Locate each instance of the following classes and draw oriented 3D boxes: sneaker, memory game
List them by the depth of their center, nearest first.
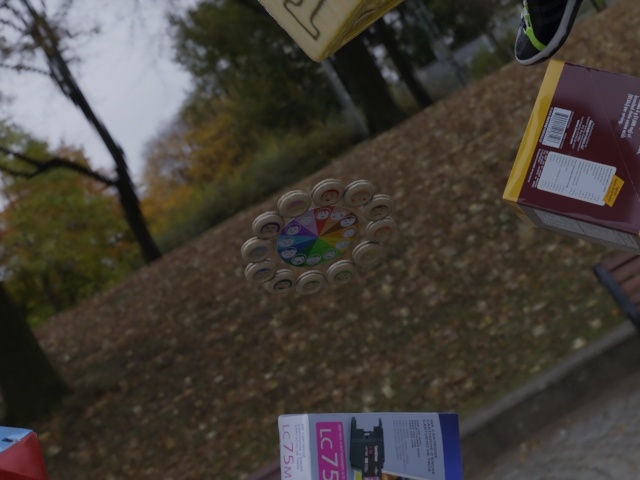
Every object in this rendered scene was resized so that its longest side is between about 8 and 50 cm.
[{"bbox_3d":[0.000,0.000,1.335,0.186,0.012,0.186,-14,-40,-12],"label":"memory game"},{"bbox_3d":[0.269,-0.315,1.443,0.097,0.084,0.235,8,-41,-15],"label":"sneaker"}]

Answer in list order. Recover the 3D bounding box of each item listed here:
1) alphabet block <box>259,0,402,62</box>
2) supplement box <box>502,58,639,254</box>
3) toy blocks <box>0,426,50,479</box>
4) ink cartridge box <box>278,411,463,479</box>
[{"bbox_3d":[0.022,-0.318,1.087,0.192,0.197,0.193,-40,-2,-28],"label":"alphabet block"},{"bbox_3d":[0.360,-0.099,1.479,0.129,0.194,0.191,32,-103,-64],"label":"supplement box"},{"bbox_3d":[-0.348,0.221,0.767,0.260,0.191,0.381,-1,19,34],"label":"toy blocks"},{"bbox_3d":[0.084,0.299,1.425,0.311,0.186,0.065,8,-15,-44],"label":"ink cartridge box"}]
